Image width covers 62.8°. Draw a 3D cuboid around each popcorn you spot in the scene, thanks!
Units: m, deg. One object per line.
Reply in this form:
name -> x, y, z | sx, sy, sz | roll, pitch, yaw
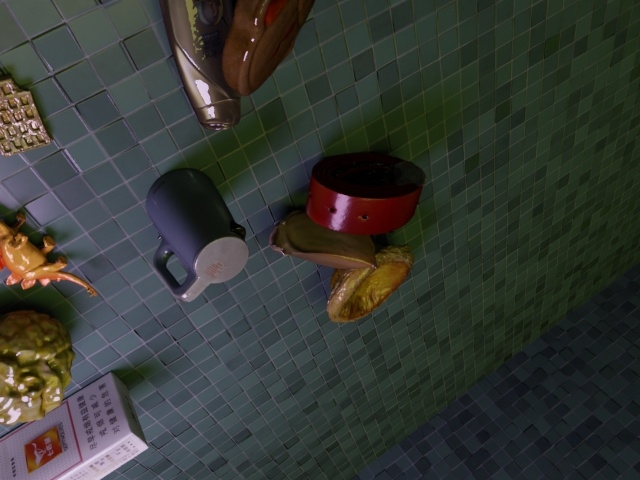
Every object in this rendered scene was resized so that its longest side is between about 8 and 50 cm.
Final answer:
popcorn -> -0.633, 0.269, 1.072 | 0.259, 0.212, 0.259 | -25, 133, -30

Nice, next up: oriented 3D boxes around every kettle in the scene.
kettle -> -0.269, -0.005, 1.092 | 0.210, 0.243, 0.160 | -43, 138, 2

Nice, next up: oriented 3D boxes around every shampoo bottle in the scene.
shampoo bottle -> -0.213, -0.369, 0.957 | 0.126, 0.084, 0.350 | -27, 137, -26

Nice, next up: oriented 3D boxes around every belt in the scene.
belt -> 0.122, -0.120, 1.308 | 0.324, 0.227, 0.115 | -11, 132, -28

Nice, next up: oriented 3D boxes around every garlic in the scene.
garlic -> -0.016, -0.007, 1.330 | 0.339, 0.196, 0.151 | 14, 100, -35

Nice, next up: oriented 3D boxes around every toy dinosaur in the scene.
toy dinosaur -> -0.574, 0.044, 1.033 | 0.117, 0.070, 0.288 | -30, 134, 2

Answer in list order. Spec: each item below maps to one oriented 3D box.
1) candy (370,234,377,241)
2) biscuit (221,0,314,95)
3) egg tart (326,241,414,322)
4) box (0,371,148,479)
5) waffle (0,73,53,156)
candy -> 0.168, -0.078, 1.507 | 0.046, 0.053, 0.182 | -2, 126, -35
biscuit -> -0.052, -0.428, 0.902 | 0.074, 0.359, 0.381 | 34, 89, -5
egg tart -> 0.132, 0.108, 1.568 | 0.319, 0.128, 0.319 | -28, 147, -20
box -> -0.610, 0.497, 1.265 | 0.330, 0.210, 0.095 | -30, 136, -15
waffle -> -0.525, -0.213, 0.893 | 0.092, 0.021, 0.135 | -21, 135, -21
